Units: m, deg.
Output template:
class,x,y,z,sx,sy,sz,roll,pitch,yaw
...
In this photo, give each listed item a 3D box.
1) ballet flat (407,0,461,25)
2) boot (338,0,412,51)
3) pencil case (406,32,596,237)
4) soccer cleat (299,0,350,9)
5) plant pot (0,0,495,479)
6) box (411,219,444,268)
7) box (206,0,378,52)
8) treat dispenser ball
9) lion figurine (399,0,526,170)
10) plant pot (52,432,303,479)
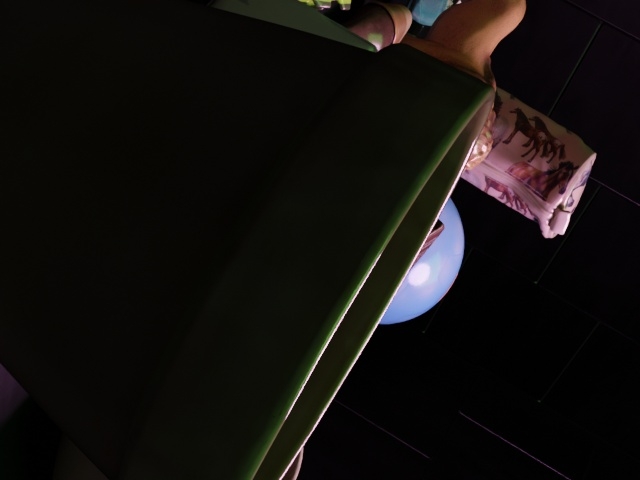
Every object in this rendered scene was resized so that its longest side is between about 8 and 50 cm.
class,x,y,z,sx,sy,sz,roll,pitch,yaw
ballet flat,0.235,-0.449,1.858,0.247,0.087,0.083,-59,172,-2
boot,0.014,-0.202,1.514,0.207,0.090,0.248,-30,154,-50
pencil case,0.258,-0.169,1.876,0.183,0.410,0.160,-44,163,-38
soccer cleat,0.014,-0.296,1.136,0.289,0.093,0.121,-40,129,-56
plant pot,-0.095,-0.015,0.685,0.323,0.280,0.323,-57,171,-14
box,-0.044,0.067,1.383,0.381,0.191,0.143,-52,167,28
box,-0.058,-0.105,1.070,0.127,0.148,0.232,-54,170,-30
treat dispenser ball,0.111,0.004,2.040,0.288,0.288,0.288,-58,172,-13
lion figurine,0.210,-0.301,1.692,0.392,0.240,0.142,-58,172,-14
plant pot,-0.197,0.255,1.320,0.274,0.256,0.256,-45,-176,42
